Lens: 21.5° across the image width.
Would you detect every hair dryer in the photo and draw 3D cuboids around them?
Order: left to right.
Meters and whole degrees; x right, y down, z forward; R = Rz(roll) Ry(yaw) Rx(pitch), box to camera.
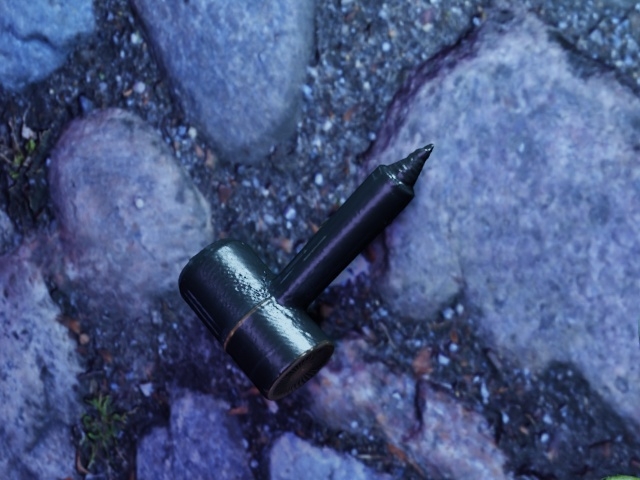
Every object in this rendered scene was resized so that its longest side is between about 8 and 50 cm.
[{"bbox_3d":[0.000,0.000,1.949,0.352,0.107,0.189,-47,72,16],"label":"hair dryer"}]

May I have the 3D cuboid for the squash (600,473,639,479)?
[{"bbox_3d":[0.326,0.332,1.813,0.105,0.105,0.132,30,126,23],"label":"squash"}]

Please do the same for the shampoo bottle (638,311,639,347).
[{"bbox_3d":[0.427,0.099,1.745,0.191,0.041,0.069,-5,88,29],"label":"shampoo bottle"}]
